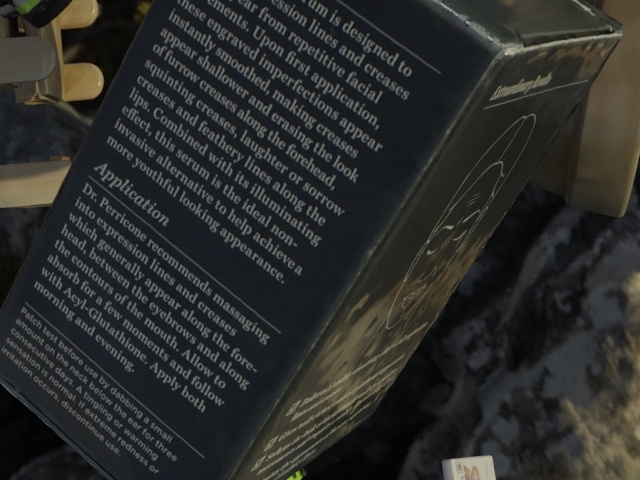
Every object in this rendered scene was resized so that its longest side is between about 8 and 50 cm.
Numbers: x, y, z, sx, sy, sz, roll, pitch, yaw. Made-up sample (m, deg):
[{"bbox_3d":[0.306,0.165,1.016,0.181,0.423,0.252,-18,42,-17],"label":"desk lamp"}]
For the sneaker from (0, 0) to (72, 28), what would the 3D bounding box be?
[{"bbox_3d":[-0.313,-0.283,1.256,0.084,0.097,0.235,-49,30,-9],"label":"sneaker"}]

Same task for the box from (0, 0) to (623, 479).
[{"bbox_3d":[-0.008,-0.034,0.877,0.212,0.293,0.395,38,114,15],"label":"box"}]

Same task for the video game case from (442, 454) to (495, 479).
[{"bbox_3d":[0.204,0.361,1.612,0.019,0.143,0.157,-14,77,27],"label":"video game case"}]

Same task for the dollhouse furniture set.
[{"bbox_3d":[-0.406,-0.258,2.034,0.257,0.362,0.394,-4,91,2],"label":"dollhouse furniture set"}]

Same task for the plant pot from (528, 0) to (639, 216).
[{"bbox_3d":[0.217,-0.204,1.349,0.280,0.323,0.323,10,66,12],"label":"plant pot"}]

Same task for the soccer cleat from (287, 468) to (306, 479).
[{"bbox_3d":[-0.079,0.252,1.299,0.072,0.179,0.060,-27,74,19],"label":"soccer cleat"}]
